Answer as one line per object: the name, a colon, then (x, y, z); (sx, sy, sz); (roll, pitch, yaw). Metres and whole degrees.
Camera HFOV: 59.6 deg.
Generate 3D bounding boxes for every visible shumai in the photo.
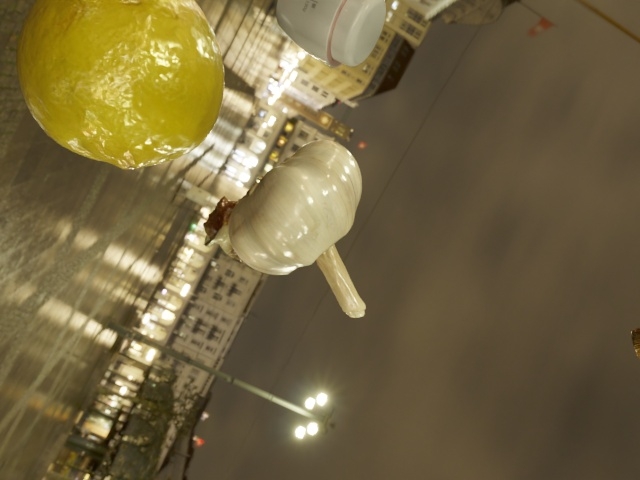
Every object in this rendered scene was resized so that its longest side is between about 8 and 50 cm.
shumai: (-0.126, -0.012, 0.889); (0.145, 0.116, 0.145); (2, -88, 41)

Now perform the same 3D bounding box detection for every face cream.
face cream: (0.011, -0.229, 0.569); (0.091, 0.095, 0.091); (-54, 164, -22)

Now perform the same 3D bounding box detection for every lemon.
lemon: (-0.323, -0.288, 0.934); (0.348, 0.348, 0.348); (-58, -168, 21)

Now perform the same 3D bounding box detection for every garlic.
garlic: (0.000, 0.000, 0.719); (0.199, 0.226, 0.199); (-37, -177, 2)

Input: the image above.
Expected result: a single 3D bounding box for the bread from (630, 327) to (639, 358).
bread: (0.804, 0.254, 1.375); (0.053, 0.085, 0.085); (-23, -146, 33)
